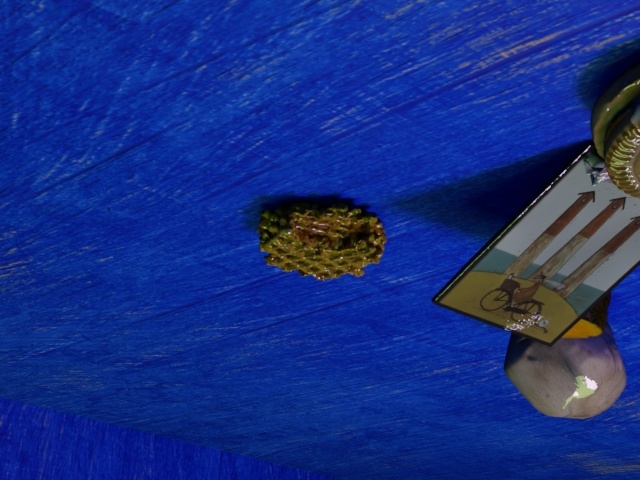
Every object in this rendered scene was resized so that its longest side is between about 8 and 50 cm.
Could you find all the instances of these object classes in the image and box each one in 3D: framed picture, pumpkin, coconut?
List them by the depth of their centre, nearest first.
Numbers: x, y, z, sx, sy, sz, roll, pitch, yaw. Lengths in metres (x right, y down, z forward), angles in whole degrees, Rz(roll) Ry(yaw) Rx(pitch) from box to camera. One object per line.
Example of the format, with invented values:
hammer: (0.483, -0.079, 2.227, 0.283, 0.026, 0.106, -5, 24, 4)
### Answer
framed picture: (0.342, 0.017, 1.629, 0.244, 0.013, 0.324, 20, 126, -32)
pumpkin: (0.376, 0.063, 1.791, 0.125, 0.131, 0.248, 5, 164, 19)
coconut: (0.420, 0.201, 2.045, 0.224, 0.224, 0.224, 3, 158, 1)

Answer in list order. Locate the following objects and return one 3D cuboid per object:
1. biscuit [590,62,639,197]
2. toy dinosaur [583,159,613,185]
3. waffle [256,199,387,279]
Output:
biscuit: (0.437, -0.128, 1.343, 0.259, 0.079, 0.259, -1, 151, -1)
toy dinosaur: (0.392, -0.092, 1.486, 0.108, 0.032, 0.220, -19, 137, 20)
waffle: (0.000, 0.000, 1.759, 0.193, 0.070, 0.197, -1, 158, 12)
